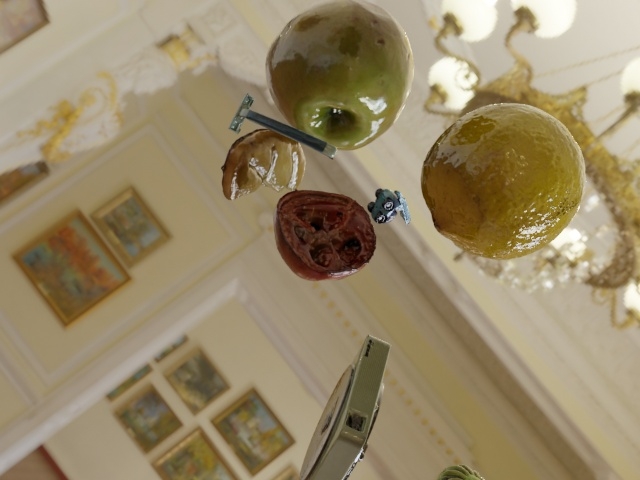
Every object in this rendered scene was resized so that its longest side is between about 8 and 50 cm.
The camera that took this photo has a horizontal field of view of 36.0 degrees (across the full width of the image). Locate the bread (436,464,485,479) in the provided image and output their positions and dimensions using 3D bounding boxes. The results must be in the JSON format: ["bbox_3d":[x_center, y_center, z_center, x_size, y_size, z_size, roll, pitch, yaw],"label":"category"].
[{"bbox_3d":[0.296,0.516,1.989,0.139,0.071,0.130,41,30,-2],"label":"bread"}]

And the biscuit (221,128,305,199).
[{"bbox_3d":[-0.111,-0.168,2.129,0.045,0.154,0.299,26,19,25],"label":"biscuit"}]

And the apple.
[{"bbox_3d":[0.050,-0.358,2.190,0.338,0.339,0.305,67,14,-45],"label":"apple"}]

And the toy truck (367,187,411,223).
[{"bbox_3d":[0.149,-0.065,2.018,0.090,0.073,0.056,13,31,-31],"label":"toy truck"}]

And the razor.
[{"bbox_3d":[-0.060,-0.177,1.585,0.191,0.068,0.037,26,-3,22],"label":"razor"}]

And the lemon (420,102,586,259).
[{"bbox_3d":[0.312,-0.102,1.693,0.293,0.293,0.293,49,-14,17],"label":"lemon"}]

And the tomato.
[{"bbox_3d":[-0.003,0.001,2.052,0.228,0.228,0.101,48,-41,18],"label":"tomato"}]

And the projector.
[{"bbox_3d":[0.042,0.334,1.725,0.079,0.257,0.259,25,-53,-2],"label":"projector"}]
